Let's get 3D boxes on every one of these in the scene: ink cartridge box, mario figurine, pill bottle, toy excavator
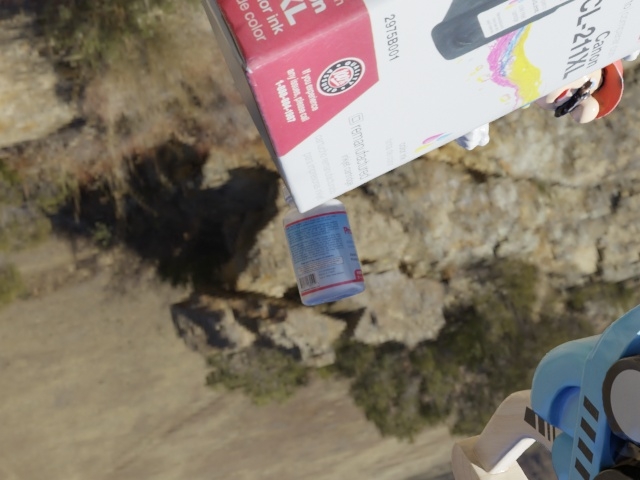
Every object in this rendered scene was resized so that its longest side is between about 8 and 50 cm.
[{"bbox_3d":[0.048,-0.097,0.381,0.175,0.072,0.127,-26,160,-2],"label":"ink cartridge box"},{"bbox_3d":[0.280,-0.195,1.325,0.321,0.170,0.198,-7,-168,-40],"label":"mario figurine"},{"bbox_3d":[0.000,0.000,1.392,0.087,0.160,0.087,-14,173,-2],"label":"pill bottle"},{"bbox_3d":[0.347,0.241,1.355,0.223,0.432,0.445,-8,-156,-26],"label":"toy excavator"}]
